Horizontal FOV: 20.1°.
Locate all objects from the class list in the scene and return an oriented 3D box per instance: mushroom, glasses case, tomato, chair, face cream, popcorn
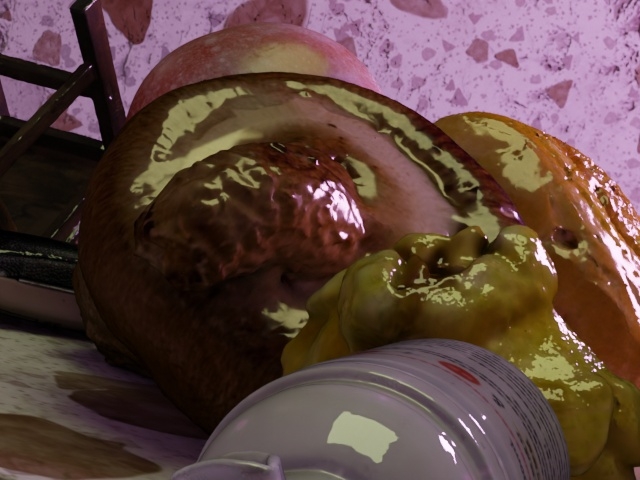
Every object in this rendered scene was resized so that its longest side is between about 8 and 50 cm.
[{"bbox_3d":[-0.007,0.016,1.294,0.345,0.345,0.239,11,-31,-35],"label":"mushroom"},{"bbox_3d":[-0.229,0.040,1.629,0.314,0.075,0.122,14,0,-33],"label":"glasses case"},{"bbox_3d":[-0.048,-0.076,1.704,0.270,0.270,0.227,12,-14,-24],"label":"tomato"},{"bbox_3d":[-0.320,-0.034,1.828,0.203,0.416,0.240,15,48,23],"label":"chair"},{"bbox_3d":[0.014,0.123,0.781,0.145,0.145,0.370,15,5,15],"label":"face cream"},{"bbox_3d":[0.084,0.089,1.058,0.200,0.203,0.226,12,-2,-31],"label":"popcorn"}]

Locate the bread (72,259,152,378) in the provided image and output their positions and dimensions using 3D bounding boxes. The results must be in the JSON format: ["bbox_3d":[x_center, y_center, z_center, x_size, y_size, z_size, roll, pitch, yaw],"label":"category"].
[{"bbox_3d":[-0.099,0.059,1.504,0.230,0.123,0.230,14,0,0],"label":"bread"}]

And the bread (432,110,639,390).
[{"bbox_3d":[0.221,0.029,1.553,0.148,0.328,0.337,-31,-19,16],"label":"bread"}]

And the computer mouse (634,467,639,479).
[{"bbox_3d":[0.192,0.166,1.267,0.145,0.082,0.236,15,5,27],"label":"computer mouse"}]
